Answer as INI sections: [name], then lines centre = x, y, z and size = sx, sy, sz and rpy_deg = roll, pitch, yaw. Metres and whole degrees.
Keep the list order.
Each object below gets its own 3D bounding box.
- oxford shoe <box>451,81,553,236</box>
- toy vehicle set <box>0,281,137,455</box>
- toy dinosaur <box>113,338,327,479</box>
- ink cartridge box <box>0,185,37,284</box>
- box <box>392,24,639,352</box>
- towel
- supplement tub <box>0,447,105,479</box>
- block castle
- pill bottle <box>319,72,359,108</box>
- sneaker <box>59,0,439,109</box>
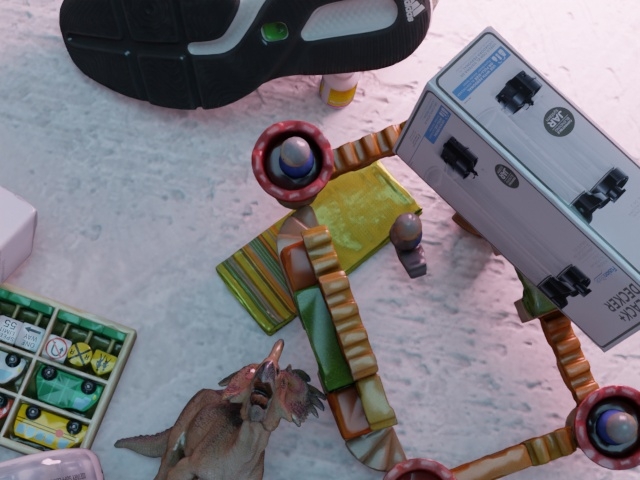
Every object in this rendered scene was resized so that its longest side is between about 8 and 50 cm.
[oxford shoe]
centre = 0.216, -0.103, 1.480
size = 0.076, 0.076, 0.212
rpy_deg = 24, 74, 7
[toy vehicle set]
centre = -0.355, 0.131, 1.379
size = 0.267, 0.035, 0.166
rpy_deg = 19, 72, 1
[toy dinosaur]
centre = -0.096, 0.193, 1.286
size = 0.127, 0.296, 0.200
rpy_deg = 18, 82, -33
[ink cartridge box]
centre = -0.531, 0.027, 1.294
size = 0.308, 0.091, 0.385
rpy_deg = 32, 51, 9
[box]
centre = 0.212, -0.042, 1.167
size = 0.290, 0.169, 0.087
rpy_deg = 44, 71, 6
[towel]
centre = 0.000, 0.000, 1.457
size = 0.237, 0.021, 0.102
rpy_deg = -38, 81, -14
[supplement tub]
centre = -0.276, 0.374, 1.225
size = 0.194, 0.193, 0.316
rpy_deg = -14, 80, -9
[block castle]
centre = 0.128, 0.057, 1.315
size = 0.303, 0.213, 0.453
rpy_deg = -20, 83, -2
[pill bottle]
centre = 0.023, -0.189, 1.482
size = 0.043, 0.083, 0.043
rpy_deg = 1, 74, -5
[sneaker]
centre = -0.065, -0.281, 1.488
size = 0.448, 0.169, 0.257
rpy_deg = -1, 27, 18
